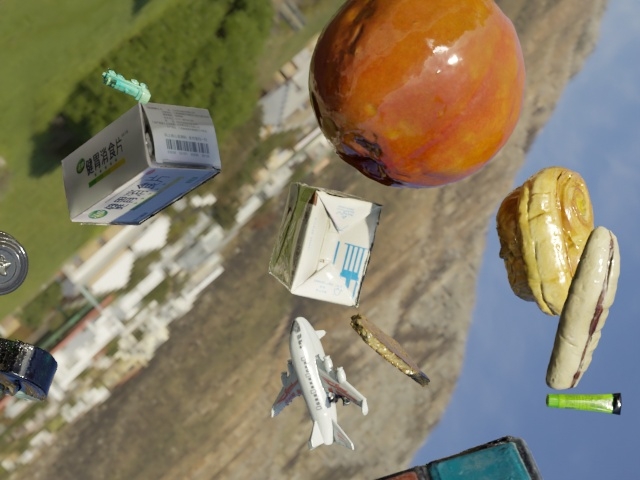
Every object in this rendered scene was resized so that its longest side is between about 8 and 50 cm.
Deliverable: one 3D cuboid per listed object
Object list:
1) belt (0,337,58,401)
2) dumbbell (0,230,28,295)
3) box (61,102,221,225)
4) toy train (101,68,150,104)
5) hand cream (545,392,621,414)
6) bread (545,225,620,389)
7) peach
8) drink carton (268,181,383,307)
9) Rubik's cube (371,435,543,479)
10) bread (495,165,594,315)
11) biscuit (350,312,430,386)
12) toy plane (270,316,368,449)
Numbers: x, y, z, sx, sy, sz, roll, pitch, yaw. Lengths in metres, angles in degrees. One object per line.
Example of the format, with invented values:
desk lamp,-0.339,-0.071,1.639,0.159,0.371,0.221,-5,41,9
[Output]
belt,-0.575,0.243,2.213,0.198,0.151,0.078,112,-6,-68
dumbbell,-0.522,0.035,1.893,0.099,0.099,0.208,-42,-163,-11
box,-0.367,-0.151,2.398,0.173,0.145,0.333,0,161,-43
toy train,-0.343,-0.270,2.079,0.029,0.092,0.045,-56,-146,21
hand cream,0.428,0.262,1.914,0.122,0.036,0.023,3,171,-2
bread,0.327,0.089,1.449,0.073,0.053,0.214,-13,121,-58
peach,0.147,-0.234,1.840,0.343,0.343,0.301,-19,-137,59
drink carton,0.000,0.000,2.183,0.324,0.132,0.194,-152,-103,-79
Rubik's cube,0.216,0.528,1.718,0.319,0.316,0.313,-17,-150,0
bread,0.367,0.002,1.873,0.120,0.236,0.198,-9,-176,35
biscuit,0.110,0.186,2.153,0.026,0.237,0.131,-47,-134,4
toy plane,-0.005,0.179,1.473,0.162,0.171,0.066,-10,177,43
